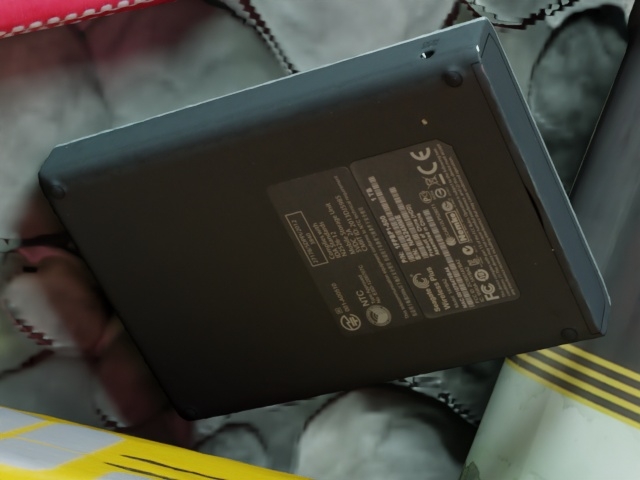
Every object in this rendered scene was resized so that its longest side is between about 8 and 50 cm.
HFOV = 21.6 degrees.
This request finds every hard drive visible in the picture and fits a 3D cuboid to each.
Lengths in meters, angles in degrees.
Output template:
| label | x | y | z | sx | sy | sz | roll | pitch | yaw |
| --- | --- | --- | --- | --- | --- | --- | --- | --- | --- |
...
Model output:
| label | x | y | z | sx | sy | sz | roll | pitch | yaw |
| --- | --- | --- | --- | --- | --- | --- | --- | --- | --- |
| hard drive | 0.000 | 0.000 | 0.464 | 0.094 | 0.135 | 0.022 | 62 | 28 | -27 |

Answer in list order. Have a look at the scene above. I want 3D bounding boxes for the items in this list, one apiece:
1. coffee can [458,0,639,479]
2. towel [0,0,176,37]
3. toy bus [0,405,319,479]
| label | x | y | z | sx | sy | sz | roll | pitch | yaw |
| --- | --- | --- | --- | --- | --- | --- | --- | --- | --- |
| coffee can | 0.146 | 0.083 | 0.522 | 0.201 | 0.201 | 0.275 | 20 | 92 | -33 |
| towel | -0.116 | -0.178 | 0.399 | 0.198 | 0.031 | 0.275 | -16 | 110 | -26 |
| toy bus | -0.018 | 0.109 | 0.379 | 0.332 | 0.130 | 0.108 | 13 | 90 | 3 |
